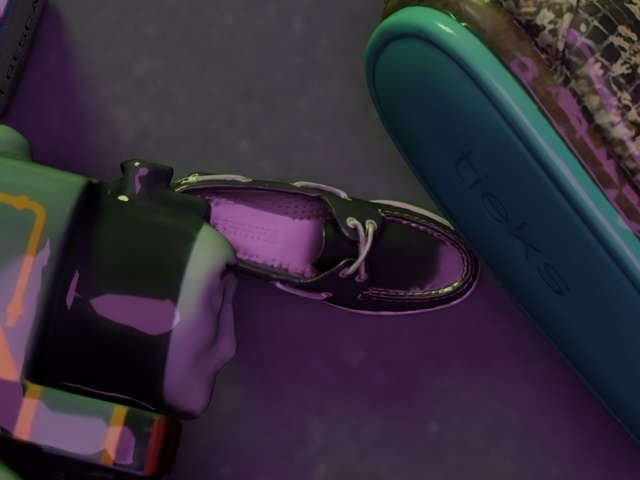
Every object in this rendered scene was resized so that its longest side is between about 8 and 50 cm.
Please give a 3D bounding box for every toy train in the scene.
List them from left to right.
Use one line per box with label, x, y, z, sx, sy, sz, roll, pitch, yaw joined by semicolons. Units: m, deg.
toy train;-0.192;0.033;0.579;0.334;0.142;0.190;14;84;2

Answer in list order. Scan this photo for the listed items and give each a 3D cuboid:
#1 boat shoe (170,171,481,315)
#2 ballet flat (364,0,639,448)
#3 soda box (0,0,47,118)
boat shoe;0.000;0.000;0.630;0.125;0.038;0.046;16;89;0
ballet flat;0.197;0.079;0.584;0.182;0.164;0.483;-27;87;-21
soda box;-0.198;-0.104;0.620;0.183;0.063;0.058;20;89;0
